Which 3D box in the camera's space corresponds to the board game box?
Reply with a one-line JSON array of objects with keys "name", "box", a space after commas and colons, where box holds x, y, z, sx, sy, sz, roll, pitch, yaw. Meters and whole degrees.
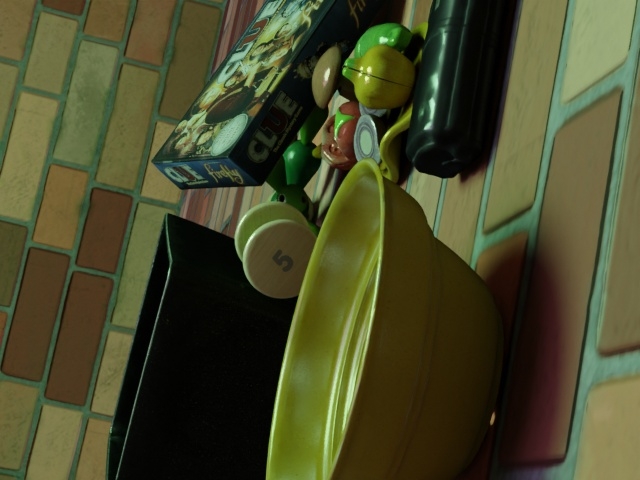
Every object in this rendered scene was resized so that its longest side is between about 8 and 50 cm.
[{"name": "board game box", "box": [-0.038, -0.153, 1.278, 0.243, 0.042, 0.165, -57, 24, -17]}]

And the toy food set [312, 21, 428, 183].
[{"name": "toy food set", "box": [0.030, -0.109, 1.141, 0.218, 0.071, 0.128, 164, 119, -79]}]

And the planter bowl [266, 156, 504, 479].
[{"name": "planter bowl", "box": [0.041, 0.071, 0.784, 0.217, 0.090, 0.217, -166, 90, -80]}]

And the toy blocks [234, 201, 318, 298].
[{"name": "toy blocks", "box": [0.000, 0.000, 1.010, 0.148, 0.123, 0.054, -118, 38, -75]}]

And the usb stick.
[{"name": "usb stick", "box": [0.098, -0.175, 0.929, 0.077, 0.045, 0.278, 113, 168, -75]}]

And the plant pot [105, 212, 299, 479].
[{"name": "plant pot", "box": [-0.053, 0.102, 1.047, 0.187, 0.167, 0.188, -123, 46, -76]}]

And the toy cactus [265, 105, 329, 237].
[{"name": "toy cactus", "box": [-0.040, -0.027, 1.393, 0.180, 0.112, 0.219, 107, 167, -87]}]
